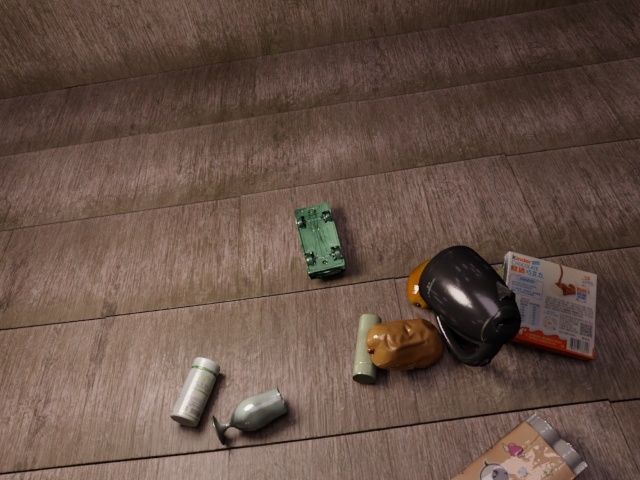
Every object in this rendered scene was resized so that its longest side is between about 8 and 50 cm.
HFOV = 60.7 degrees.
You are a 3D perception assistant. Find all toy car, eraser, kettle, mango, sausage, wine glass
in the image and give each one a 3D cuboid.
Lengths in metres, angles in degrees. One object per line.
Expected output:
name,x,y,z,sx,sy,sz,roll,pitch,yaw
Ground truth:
toy car,0.000,0.000,1.905,0.142,0.097,0.320,-13,48,-1
eraser,0.481,0.576,1.339,0.291,0.087,0.171,-31,53,-15
kettle,0.421,0.199,1.518,0.207,0.268,0.290,5,28,-29
mango,0.373,0.117,1.727,0.253,0.113,0.138,-32,53,-18
sausage,0.241,0.298,1.572,0.241,0.120,0.136,1,49,-19
wine glass,-0.196,0.489,1.537,0.202,0.093,0.093,-22,50,-9

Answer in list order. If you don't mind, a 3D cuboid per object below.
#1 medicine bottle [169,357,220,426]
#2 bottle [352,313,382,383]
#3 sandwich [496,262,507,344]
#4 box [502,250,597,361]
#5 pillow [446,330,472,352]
medicine bottle,-0.367,0.446,1.609,0.086,0.086,0.183,7,52,16
bottle,0.139,0.321,1.628,0.072,0.072,0.201,2,51,12
sandwich,0.554,0.183,1.678,0.245,0.063,0.212,-36,50,-20
box,0.656,0.186,1.582,0.273,0.048,0.264,16,66,2
pillow,0.405,0.257,1.646,0.090,0.048,0.150,-9,52,1
